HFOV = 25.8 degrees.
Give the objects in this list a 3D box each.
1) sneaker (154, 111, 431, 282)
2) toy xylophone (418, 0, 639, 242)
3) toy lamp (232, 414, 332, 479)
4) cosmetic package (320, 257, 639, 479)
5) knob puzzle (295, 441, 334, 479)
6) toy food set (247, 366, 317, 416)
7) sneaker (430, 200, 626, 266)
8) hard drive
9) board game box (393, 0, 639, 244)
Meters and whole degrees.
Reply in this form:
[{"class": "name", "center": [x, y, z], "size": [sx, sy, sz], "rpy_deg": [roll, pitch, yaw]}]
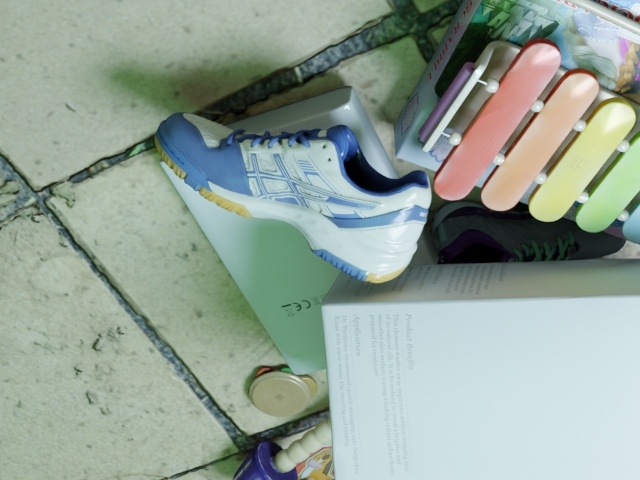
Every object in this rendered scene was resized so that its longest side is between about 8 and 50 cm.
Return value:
[{"class": "sneaker", "center": [-0.023, -0.079, 1.441], "size": [0.296, 0.112, 0.131], "rpy_deg": [26, 116, 2]}, {"class": "toy xylophone", "center": [0.268, -0.115, 1.404], "size": [0.323, 0.081, 0.236], "rpy_deg": [16, 128, -10]}, {"class": "toy lamp", "center": [-0.005, 0.254, 1.799], "size": [0.275, 0.080, 0.080], "rpy_deg": [-38, 118, 24]}, {"class": "cosmetic package", "center": [0.204, 0.139, 1.480], "size": [0.385, 0.156, 0.217], "rpy_deg": [-1, 104, 10]}, {"class": "knob puzzle", "center": [0.037, 0.333, 1.894], "size": [0.213, 0.030, 0.213], "rpy_deg": [2, 128, 2]}, {"class": "toy food set", "center": [-0.052, 0.194, 1.793], "size": [0.083, 0.020, 0.083], "rpy_deg": [28, 125, -18]}, {"class": "sneaker", "center": [0.238, 0.014, 1.584], "size": [0.224, 0.098, 0.083], "rpy_deg": [1, 129, 2]}, {"class": "hard drive", "center": [0.000, 0.000, 1.611], "size": [0.233, 0.047, 0.353], "rpy_deg": [-16, 127, 19]}, {"class": "board game box", "center": [0.284, -0.169, 1.456], "size": [0.319, 0.066, 0.318], "rpy_deg": [18, 127, -12]}]
